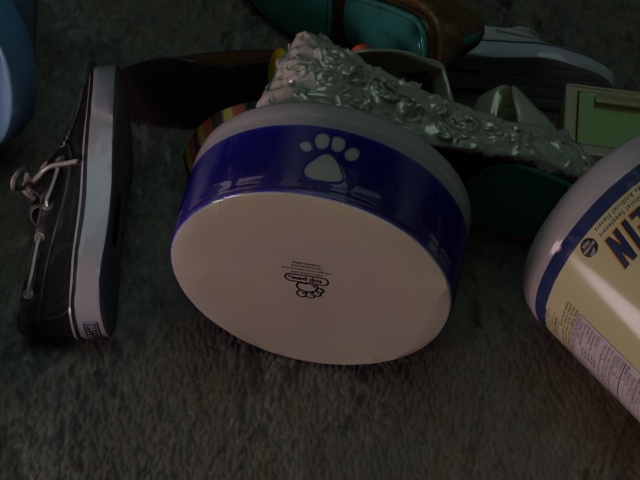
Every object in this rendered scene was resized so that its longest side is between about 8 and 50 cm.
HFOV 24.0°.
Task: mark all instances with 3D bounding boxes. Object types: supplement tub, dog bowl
[{"bbox_3d":[0.365,0.077,1.352,0.235,0.235,0.325,-28,57,-24],"label":"supplement tub"},{"bbox_3d":[0.000,0.000,1.377,0.265,0.265,0.104,11,53,6],"label":"dog bowl"}]

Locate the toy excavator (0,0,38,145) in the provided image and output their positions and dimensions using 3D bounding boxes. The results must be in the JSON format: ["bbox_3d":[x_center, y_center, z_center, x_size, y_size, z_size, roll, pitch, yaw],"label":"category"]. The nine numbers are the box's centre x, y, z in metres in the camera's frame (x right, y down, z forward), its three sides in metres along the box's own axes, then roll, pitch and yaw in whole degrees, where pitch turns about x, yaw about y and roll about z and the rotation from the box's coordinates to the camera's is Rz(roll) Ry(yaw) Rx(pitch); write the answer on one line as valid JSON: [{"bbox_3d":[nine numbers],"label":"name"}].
[{"bbox_3d":[-0.411,-0.286,1.658,0.433,0.222,0.445,32,42,23],"label":"toy excavator"}]

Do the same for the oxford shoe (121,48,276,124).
[{"bbox_3d":[-0.122,-0.173,1.652,0.212,0.076,0.076,-4,23,-6],"label":"oxford shoe"}]

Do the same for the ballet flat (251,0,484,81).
[{"bbox_3d":[0.052,-0.268,1.681,0.124,0.116,0.342,-18,31,-36],"label":"ballet flat"}]

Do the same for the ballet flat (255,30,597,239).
[{"bbox_3d":[0.133,-0.106,1.458,0.409,0.147,0.147,16,46,-25],"label":"ballet flat"}]

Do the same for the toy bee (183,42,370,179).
[{"bbox_3d":[0.003,-0.135,1.554,0.298,0.162,0.195,-30,59,-23],"label":"toy bee"}]

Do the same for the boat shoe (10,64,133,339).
[{"bbox_3d":[-0.249,-0.042,1.500,0.105,0.113,0.306,-1,66,4],"label":"boat shoe"}]

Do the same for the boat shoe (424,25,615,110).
[{"bbox_3d":[0.218,-0.207,1.675,0.226,0.083,0.076,12,52,8],"label":"boat shoe"}]

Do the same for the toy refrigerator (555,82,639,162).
[{"bbox_3d":[0.384,-0.088,1.580,0.269,0.094,0.102,8,51,4],"label":"toy refrigerator"}]
